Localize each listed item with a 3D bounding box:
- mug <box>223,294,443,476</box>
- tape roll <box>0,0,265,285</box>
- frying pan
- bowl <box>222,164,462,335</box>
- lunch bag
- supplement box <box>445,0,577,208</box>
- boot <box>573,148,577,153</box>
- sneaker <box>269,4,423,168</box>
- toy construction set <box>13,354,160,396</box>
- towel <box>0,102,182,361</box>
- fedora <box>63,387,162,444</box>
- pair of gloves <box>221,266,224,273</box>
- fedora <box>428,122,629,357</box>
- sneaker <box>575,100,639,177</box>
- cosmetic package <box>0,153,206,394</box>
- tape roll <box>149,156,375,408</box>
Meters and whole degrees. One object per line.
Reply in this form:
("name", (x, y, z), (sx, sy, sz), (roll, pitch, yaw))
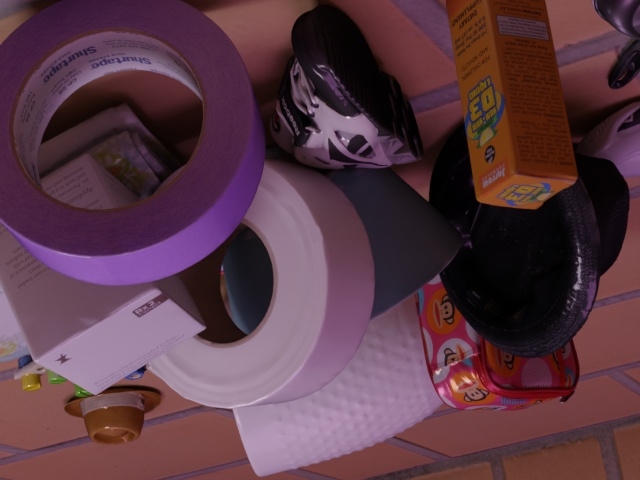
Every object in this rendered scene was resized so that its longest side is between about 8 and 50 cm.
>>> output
("mug", (0.021, 0.152, 2.283), (0.328, 0.276, 0.374), (-15, 129, 1))
("tape roll", (-0.194, -0.100, 1.449), (0.275, 0.274, 0.090), (-10, 159, 3))
("frying pan", (0.353, -0.237, 1.632), (0.197, 0.053, 0.326), (5, 153, -30))
("bowl", (0.000, 0.000, 1.856), (0.311, 0.163, 0.311), (-28, -169, 6))
("lunch bag", (0.253, 0.093, 2.119), (0.258, 0.293, 0.120), (7, 157, -44))
("supplement box", (0.189, -0.153, 1.515), (0.080, 0.233, 0.078), (3, 157, -28))
("boot", (0.331, -0.107, 1.984), (0.087, 0.042, 0.118), (-13, 161, -4))
("sneaker", (0.004, -0.141, 1.637), (0.146, 0.122, 0.330), (-15, 158, 13))
("toy construction set", (-0.309, 0.149, 2.284), (0.328, 0.151, 0.215), (-8, 163, 33))
("towel", (-0.323, 0.002, 1.797), (0.374, 0.090, 0.320), (-30, 155, 2))
("fedora", (-0.383, 0.333, 2.819), (0.194, 0.079, 0.194), (-7, 160, -3))
("pair of gloves", (-0.207, 0.031, 2.162), (0.198, 0.023, 0.159), (-12, 159, 8))
("fedora", (0.276, -0.018, 1.881), (0.152, 0.334, 0.334), (-17, 166, -30))
("sneaker", (0.511, -0.078, 1.875), (0.366, 0.210, 0.137), (-10, 159, 6))
("cosmetic package", (-0.245, 0.039, 1.623), (0.151, 0.183, 0.151), (-31, 155, 5))
("tape roll", (-0.084, 0.046, 1.700), (0.286, 0.286, 0.100), (-21, 168, 31))
